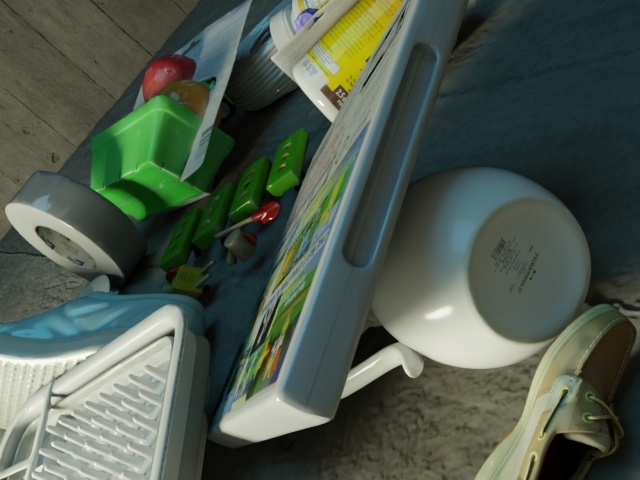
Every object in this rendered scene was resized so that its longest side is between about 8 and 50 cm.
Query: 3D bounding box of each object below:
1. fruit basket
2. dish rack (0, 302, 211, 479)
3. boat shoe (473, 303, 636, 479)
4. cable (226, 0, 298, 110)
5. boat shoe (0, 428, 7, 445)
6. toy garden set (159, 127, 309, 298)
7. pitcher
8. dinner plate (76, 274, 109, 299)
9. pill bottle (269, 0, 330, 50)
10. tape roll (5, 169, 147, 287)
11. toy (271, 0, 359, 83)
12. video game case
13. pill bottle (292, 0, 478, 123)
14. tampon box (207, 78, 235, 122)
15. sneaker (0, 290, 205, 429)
[{"bbox_3d":[-0.245,-0.215,1.225,0.327,0.165,0.353,-19,45,41],"label":"fruit basket"},{"bbox_3d":[-0.210,0.234,0.636,0.333,0.072,0.285,-33,38,33],"label":"dish rack"},{"bbox_3d":[0.133,0.098,0.373,0.135,0.050,0.045,-60,29,-2],"label":"boat shoe"},{"bbox_3d":[-0.074,-0.341,1.272,0.257,0.089,0.257,-34,29,27],"label":"cable"},{"bbox_3d":[-0.385,0.249,0.931,0.095,0.079,0.254,-44,23,13],"label":"boat shoe"},{"bbox_3d":[-0.109,-0.013,0.912,0.244,0.049,0.204,-33,27,27],"label":"toy garden set"},{"bbox_3d":[0.069,0.039,0.482,0.178,0.125,0.207,-63,17,-10],"label":"pitcher"},{"bbox_3d":[-0.375,0.118,1.132,0.141,0.017,0.141,-33,45,40],"label":"dinner plate"},{"bbox_3d":[0.035,-0.342,1.050,0.208,0.119,0.119,-25,33,31],"label":"pill bottle"},{"bbox_3d":[-0.393,-0.015,1.155,0.219,0.219,0.072,-12,43,51],"label":"tape roll"},{"bbox_3d":[0.005,-0.267,0.932,0.137,0.056,0.237,-42,-12,8],"label":"toy"},{"bbox_3d":[0.000,0.000,0.533,0.329,0.036,0.300,130,162,-67],"label":"video game case"},{"bbox_3d":[0.078,-0.234,0.847,0.215,0.117,0.117,-42,26,12],"label":"pill bottle"},{"bbox_3d":[-0.263,-0.271,1.431,0.161,0.120,0.101,-37,27,22],"label":"tampon box"},{"bbox_3d":[-0.295,0.131,0.845,0.366,0.135,0.150,-3,29,19],"label":"sneaker"}]
